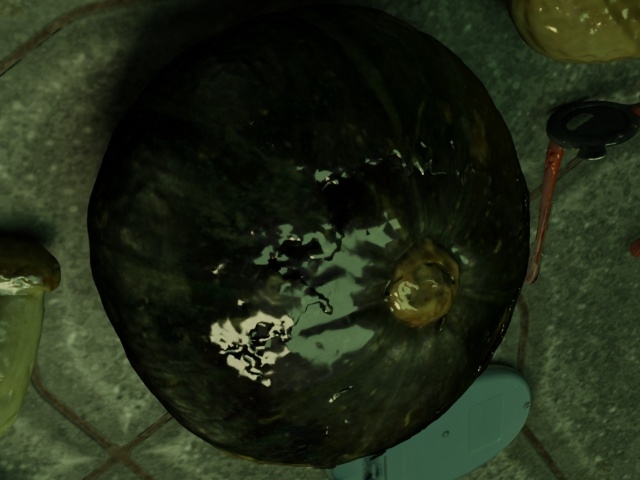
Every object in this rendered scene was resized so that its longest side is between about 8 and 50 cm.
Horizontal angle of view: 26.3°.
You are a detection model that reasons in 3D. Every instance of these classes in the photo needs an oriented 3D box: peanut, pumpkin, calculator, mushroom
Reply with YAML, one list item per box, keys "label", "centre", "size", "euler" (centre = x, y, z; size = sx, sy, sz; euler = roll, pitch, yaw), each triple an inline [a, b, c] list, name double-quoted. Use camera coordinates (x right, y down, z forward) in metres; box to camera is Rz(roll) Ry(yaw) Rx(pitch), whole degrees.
- label: "peanut"
  centre: [0.252, -0.275, 1.393]
  size: [0.291, 0.143, 0.159]
  euler: [37, 90, -40]
- label: "pumpkin"
  centre: [0.000, 0.000, 1.311]
  size: [0.454, 0.344, 0.454]
  euler: [-15, 121, -27]
- label: "calculator"
  centre: [0.145, 0.257, 1.795]
  size: [0.302, 0.042, 0.188]
  euler: [-21, 132, -20]
- label: "mushroom"
  centre: [-0.347, 0.154, 1.342]
  size: [0.107, 0.087, 0.333]
  euler: [18, 89, -9]

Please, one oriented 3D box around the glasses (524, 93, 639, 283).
- label: "glasses"
  centre: [0.365, -0.051, 1.645]
  size: [0.234, 0.118, 0.268]
  euler: [-14, 129, -23]
